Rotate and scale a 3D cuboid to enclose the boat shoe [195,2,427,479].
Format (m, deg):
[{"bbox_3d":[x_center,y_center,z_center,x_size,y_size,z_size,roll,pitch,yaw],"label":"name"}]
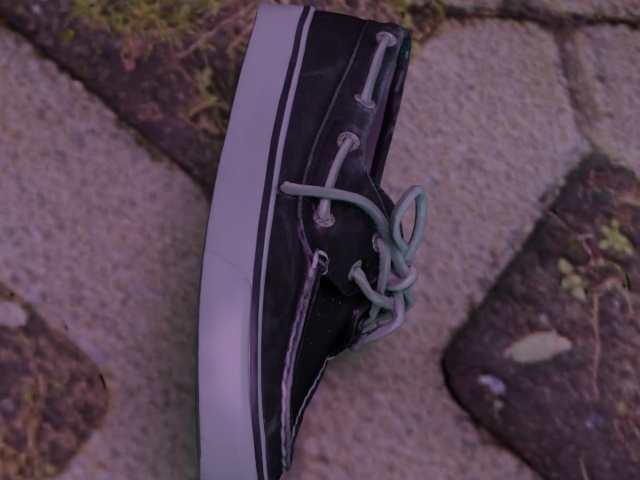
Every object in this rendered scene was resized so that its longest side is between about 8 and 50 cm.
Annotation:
[{"bbox_3d":[0.000,0.003,0.859,0.105,0.113,0.306,5,47,3],"label":"boat shoe"}]
